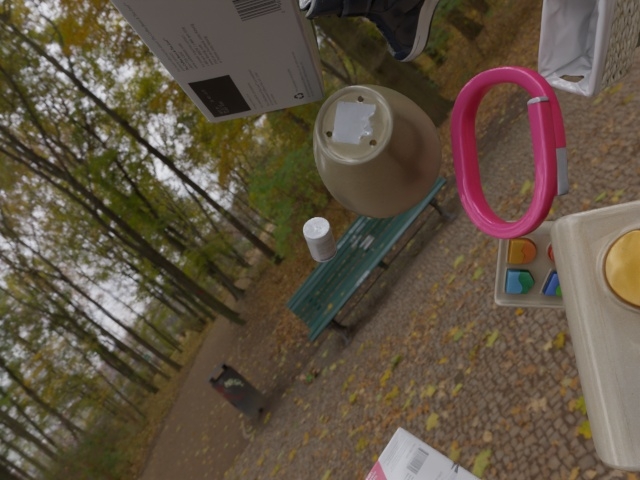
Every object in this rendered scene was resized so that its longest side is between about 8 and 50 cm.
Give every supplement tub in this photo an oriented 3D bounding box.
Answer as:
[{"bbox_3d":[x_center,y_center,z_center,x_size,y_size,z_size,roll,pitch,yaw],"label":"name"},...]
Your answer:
[{"bbox_3d":[0.000,0.000,1.305,0.071,0.070,0.107,-54,-29,-25],"label":"supplement tub"}]

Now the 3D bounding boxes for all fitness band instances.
[{"bbox_3d":[0.314,-0.147,0.884,0.054,0.291,0.209,-11,7,-29],"label":"fitness band"}]

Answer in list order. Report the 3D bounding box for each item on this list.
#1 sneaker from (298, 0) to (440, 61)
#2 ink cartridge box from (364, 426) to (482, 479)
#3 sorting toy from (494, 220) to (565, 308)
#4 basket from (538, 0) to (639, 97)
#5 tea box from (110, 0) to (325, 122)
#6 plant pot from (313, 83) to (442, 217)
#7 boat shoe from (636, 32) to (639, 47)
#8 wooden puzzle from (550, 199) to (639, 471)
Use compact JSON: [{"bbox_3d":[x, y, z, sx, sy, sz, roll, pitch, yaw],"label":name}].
[{"bbox_3d":[0.054,-0.280,0.607,0.163,0.086,0.226,-7,-9,-1],"label":"sneaker"},{"bbox_3d":[0.197,0.473,0.926,0.158,0.217,0.092,-47,-37,-26],"label":"ink cartridge box"},{"bbox_3d":[0.511,0.060,1.194,0.038,0.192,0.209,-60,-29,-72],"label":"sorting toy"},{"bbox_3d":[0.425,-0.330,0.807,0.103,0.167,0.113,-26,40,-15],"label":"basket"},{"bbox_3d":[-0.141,-0.411,0.782,0.219,0.324,0.329,-11,-15,7],"label":"tea box"},{"bbox_3d":[0.086,-0.179,0.944,0.256,0.256,0.274,-50,-13,9],"label":"plant pot"},{"bbox_3d":[0.664,-0.482,1.173,0.081,0.227,0.069,100,159,-61],"label":"boat shoe"},{"bbox_3d":[0.455,0.094,0.565,0.347,0.323,0.080,-15,-12,35],"label":"wooden puzzle"}]
